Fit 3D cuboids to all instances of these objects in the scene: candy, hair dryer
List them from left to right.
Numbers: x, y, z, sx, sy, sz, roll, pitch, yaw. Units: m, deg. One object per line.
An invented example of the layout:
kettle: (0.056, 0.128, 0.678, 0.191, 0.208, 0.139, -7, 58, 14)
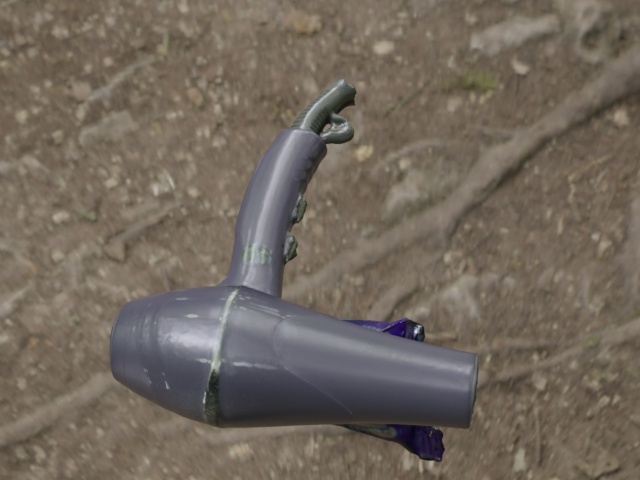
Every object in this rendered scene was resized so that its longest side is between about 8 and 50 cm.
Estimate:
candy: (-0.002, 0.134, 1.159, 0.275, 0.070, 0.145, 6, 107, 31)
hair dryer: (0.000, 0.000, 1.011, 0.301, 0.121, 0.361, 6, 60, 9)
